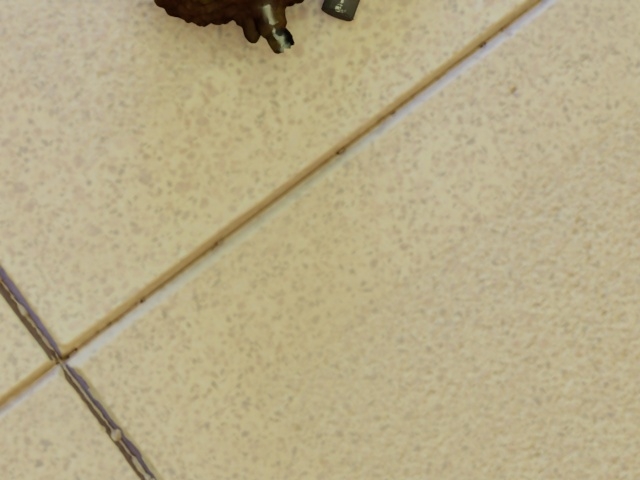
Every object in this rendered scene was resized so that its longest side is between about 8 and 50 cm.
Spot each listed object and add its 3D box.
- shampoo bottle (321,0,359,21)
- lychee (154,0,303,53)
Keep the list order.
[{"bbox_3d":[0.043,-0.281,1.425,0.080,0.040,0.165,21,87,-3],"label":"shampoo bottle"},{"bbox_3d":[-0.075,-0.270,1.349,0.200,0.200,0.238,-18,77,-3],"label":"lychee"}]
